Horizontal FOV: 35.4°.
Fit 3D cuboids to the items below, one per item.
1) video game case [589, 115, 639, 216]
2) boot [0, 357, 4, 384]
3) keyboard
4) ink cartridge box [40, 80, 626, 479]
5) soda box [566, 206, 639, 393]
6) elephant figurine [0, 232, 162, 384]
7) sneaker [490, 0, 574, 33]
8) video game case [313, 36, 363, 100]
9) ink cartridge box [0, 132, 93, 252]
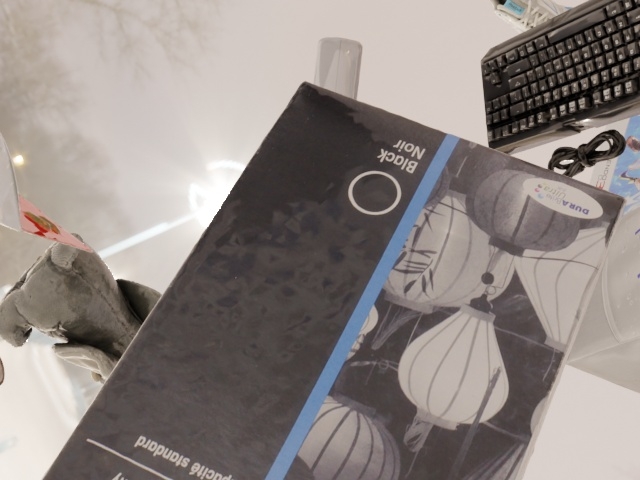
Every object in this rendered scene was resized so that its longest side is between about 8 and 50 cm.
[{"bbox_3d":[0.534,-0.075,1.493,0.269,0.244,0.061,10,-12,42],"label":"video game case"},{"bbox_3d":[-0.319,0.115,0.906,0.087,0.042,0.118,77,-10,-56],"label":"boot"},{"bbox_3d":[0.161,-0.094,0.646,0.180,0.023,0.108,-15,-96,65],"label":"keyboard"},{"bbox_3d":[-0.007,0.091,0.402,0.165,0.333,0.065,22,-29,12],"label":"ink cartridge box"},{"bbox_3d":[0.249,0.007,0.504,0.286,0.098,0.091,-39,-148,60],"label":"soda box"},{"bbox_3d":[-0.268,0.110,1.256,0.239,0.169,0.186,43,3,-13],"label":"elephant figurine"},{"bbox_3d":[0.255,-0.270,1.209,0.191,0.083,0.071,46,-57,24],"label":"sneaker"},{"bbox_3d":[0.000,0.000,0.849,0.329,0.036,0.300,-88,-176,-86],"label":"video game case"},{"bbox_3d":[-0.398,-0.135,0.971,0.308,0.091,0.385,35,1,22],"label":"ink cartridge box"}]
